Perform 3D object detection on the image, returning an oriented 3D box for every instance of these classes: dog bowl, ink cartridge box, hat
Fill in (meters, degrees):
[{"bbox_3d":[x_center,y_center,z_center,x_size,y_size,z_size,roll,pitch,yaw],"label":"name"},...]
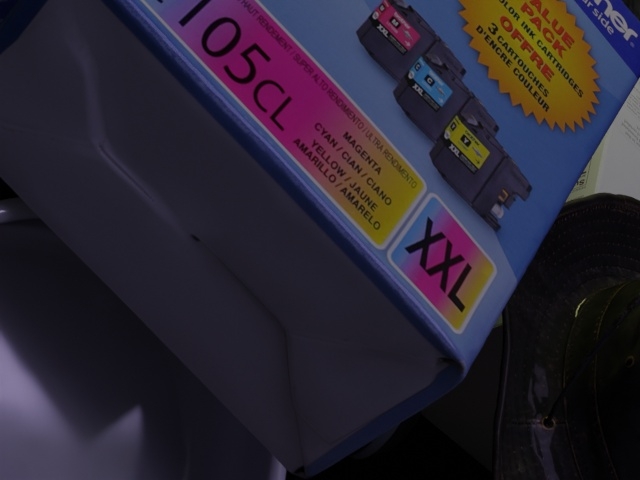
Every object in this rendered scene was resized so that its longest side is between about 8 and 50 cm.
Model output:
[{"bbox_3d":[-0.156,0.109,0.866,0.265,0.104,0.265,1,88,-29],"label":"dog bowl"},{"bbox_3d":[0.019,-0.109,0.903,0.270,0.151,0.395,46,41,-9],"label":"ink cartridge box"},{"bbox_3d":[0.254,0.115,1.044,0.331,0.134,0.331,16,66,-39],"label":"hat"}]

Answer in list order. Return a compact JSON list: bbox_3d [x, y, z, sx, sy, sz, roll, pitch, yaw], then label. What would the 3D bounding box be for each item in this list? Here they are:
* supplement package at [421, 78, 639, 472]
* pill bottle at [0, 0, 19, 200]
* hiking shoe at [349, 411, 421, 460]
[{"bbox_3d":[0.201,0.029,1.268,0.199,0.198,0.263,41,47,-25],"label":"supplement package"},{"bbox_3d":[-0.154,-0.070,0.998,0.123,0.123,0.219,-6,89,-47],"label":"pill bottle"},{"bbox_3d":[0.000,0.000,1.145,0.132,0.113,0.304,15,53,-28],"label":"hiking shoe"}]
